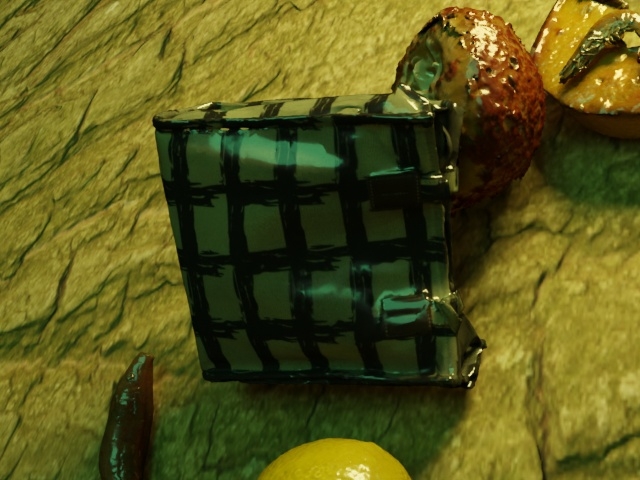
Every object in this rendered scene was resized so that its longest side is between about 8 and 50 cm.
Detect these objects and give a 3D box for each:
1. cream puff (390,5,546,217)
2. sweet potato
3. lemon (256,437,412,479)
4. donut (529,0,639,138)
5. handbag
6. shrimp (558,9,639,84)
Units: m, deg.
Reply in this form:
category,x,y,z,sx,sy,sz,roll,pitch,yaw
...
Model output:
category,x,y,z,sx,sy,sz,roll,pitch,yaw
cream puff,0.169,-0.147,1.006,0.240,0.164,0.240,-44,38,48
sweet potato,-0.238,0.264,1.075,0.078,0.058,0.255,-9,58,2
lemon,0.007,0.284,0.830,0.203,0.178,0.178,-21,51,17
donut,0.341,-0.191,0.988,0.152,0.101,0.259,-47,49,-3
handbag,0.000,0.000,0.937,0.327,0.325,0.162,1,19,29
shrimp,0.317,-0.206,0.942,0.114,0.023,0.083,-45,48,2
